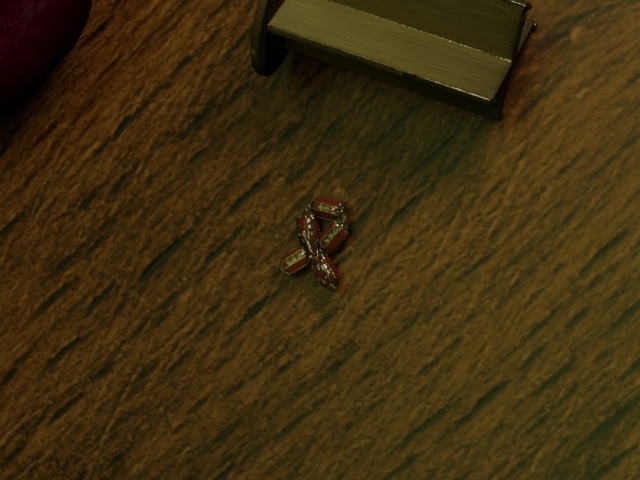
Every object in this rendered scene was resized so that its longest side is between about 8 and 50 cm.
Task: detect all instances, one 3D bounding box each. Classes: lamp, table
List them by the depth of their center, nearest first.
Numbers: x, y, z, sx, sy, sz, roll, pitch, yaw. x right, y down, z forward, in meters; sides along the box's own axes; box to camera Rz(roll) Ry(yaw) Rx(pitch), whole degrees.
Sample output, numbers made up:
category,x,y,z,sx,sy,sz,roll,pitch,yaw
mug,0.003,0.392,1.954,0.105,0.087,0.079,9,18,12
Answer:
category,x,y,z,sx,sy,sz,roll,pitch,yaw
table,0.073,-0.196,1.719,0.227,0.167,0.167,19,90,10
lamp,0.000,0.000,1.774,0.063,0.031,0.083,19,85,18

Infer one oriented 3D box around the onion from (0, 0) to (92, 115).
category,x,y,z,sx,sy,sz,roll,pitch,yaw
onion,-0.348,-0.249,1.798,0.260,0.282,0.336,10,100,-14
